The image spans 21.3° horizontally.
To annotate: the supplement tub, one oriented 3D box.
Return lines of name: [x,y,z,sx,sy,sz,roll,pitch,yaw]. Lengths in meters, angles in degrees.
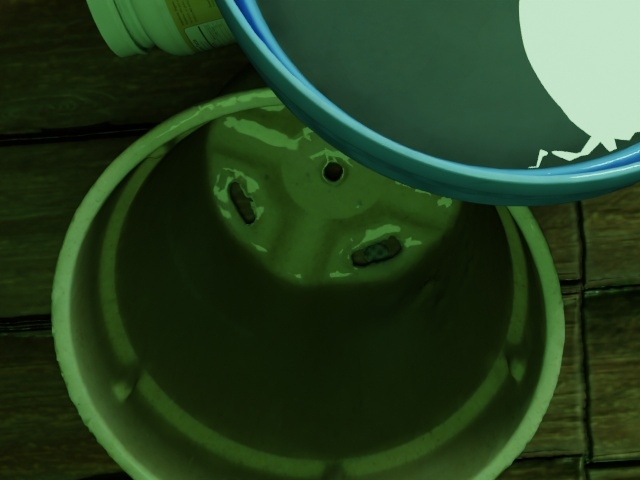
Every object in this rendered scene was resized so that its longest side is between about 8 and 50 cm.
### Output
supplement tub: [-0.066,-0.216,1.238,0.199,0.144,0.144,-13,112,10]

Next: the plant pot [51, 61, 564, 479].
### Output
plant pot: [0.000,0.000,1.241,0.333,0.305,0.334,1,113,3]

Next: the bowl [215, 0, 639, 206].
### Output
bowl: [0.115,-0.204,1.041,0.391,0.077,0.391,1,71,-4]
